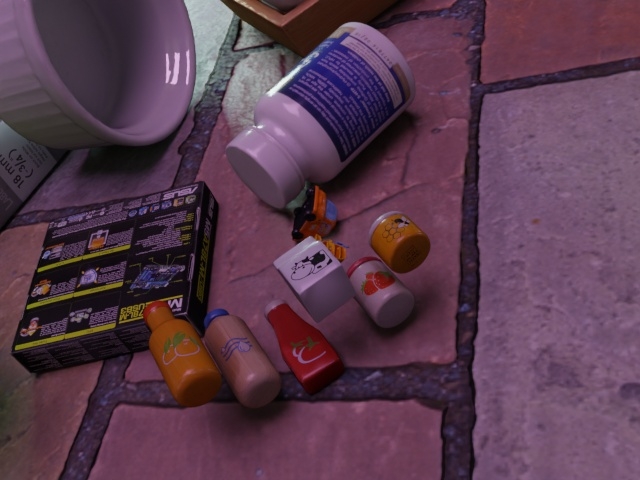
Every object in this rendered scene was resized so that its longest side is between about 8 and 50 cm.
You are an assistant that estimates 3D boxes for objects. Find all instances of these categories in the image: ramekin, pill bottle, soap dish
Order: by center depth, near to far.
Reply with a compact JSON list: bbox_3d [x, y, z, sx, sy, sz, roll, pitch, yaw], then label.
[{"bbox_3d":[-0.002,-0.124,0.838,0.187,0.112,0.112,-45,46,-18],"label":"pill bottle"},{"bbox_3d":[-0.284,-0.238,0.974,0.135,0.277,0.277,-9,46,29],"label":"ramekin"},{"bbox_3d":[0.016,-0.363,1.050,0.291,0.118,0.229,-38,44,-11],"label":"soap dish"}]

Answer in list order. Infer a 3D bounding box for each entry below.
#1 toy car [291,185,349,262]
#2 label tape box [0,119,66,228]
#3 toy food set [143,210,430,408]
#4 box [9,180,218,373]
[{"bbox_3d":[0.000,0.000,0.767,0.040,0.060,0.122,17,32,-17],"label":"toy car"},{"bbox_3d":[-0.487,-0.087,1.041,0.241,0.106,0.333,10,55,32],"label":"label tape box"},{"bbox_3d":[-0.024,0.050,0.684,0.232,0.111,0.104,-36,44,-6],"label":"toy food set"},{"bbox_3d":[-0.204,0.034,0.837,0.191,0.045,0.184,-14,47,12],"label":"box"}]
